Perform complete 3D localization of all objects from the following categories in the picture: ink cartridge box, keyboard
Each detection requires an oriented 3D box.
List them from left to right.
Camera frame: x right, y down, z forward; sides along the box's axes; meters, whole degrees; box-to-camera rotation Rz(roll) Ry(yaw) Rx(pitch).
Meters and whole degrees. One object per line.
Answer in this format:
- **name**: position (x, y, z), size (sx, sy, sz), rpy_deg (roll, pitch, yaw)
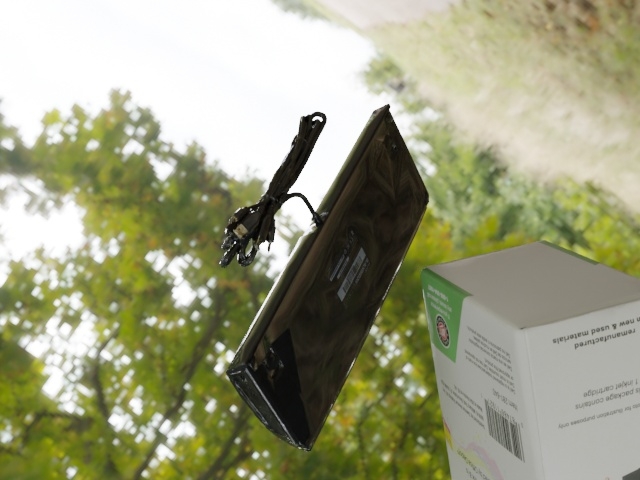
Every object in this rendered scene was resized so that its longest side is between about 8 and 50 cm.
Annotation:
- **keyboard**: position (0.000, 0.000, 0.981), size (0.201, 0.033, 0.317), rpy_deg (62, -139, -34)
- **ink cartridge box**: position (0.178, 0.159, 0.892), size (0.117, 0.278, 0.201), rpy_deg (-13, -167, -12)
